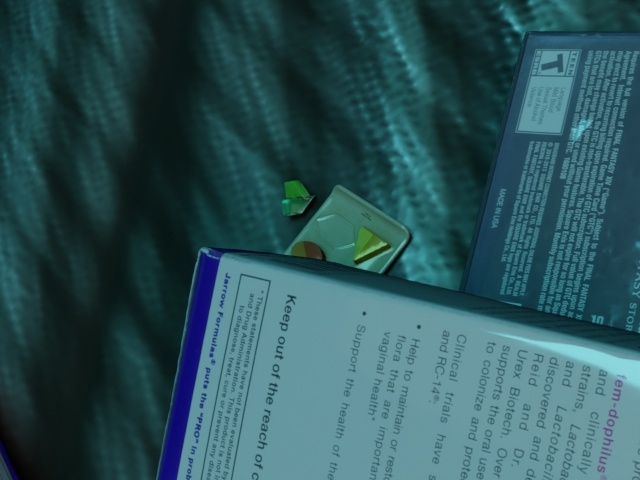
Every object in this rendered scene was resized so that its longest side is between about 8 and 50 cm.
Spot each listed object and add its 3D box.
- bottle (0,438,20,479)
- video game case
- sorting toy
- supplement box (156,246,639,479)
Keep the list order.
[{"bbox_3d":[-0.206,0.166,0.540,0.118,0.092,0.283,-41,55,5],"label":"bottle"},{"bbox_3d":[0.197,0.002,0.434,0.274,0.026,0.196,7,72,30],"label":"video game case"},{"bbox_3d":[0.000,0.000,0.550,0.083,0.012,0.062,35,88,35],"label":"sorting toy"},{"bbox_3d":[0.061,0.078,0.397,0.220,0.111,0.114,11,91,31],"label":"supplement box"}]
